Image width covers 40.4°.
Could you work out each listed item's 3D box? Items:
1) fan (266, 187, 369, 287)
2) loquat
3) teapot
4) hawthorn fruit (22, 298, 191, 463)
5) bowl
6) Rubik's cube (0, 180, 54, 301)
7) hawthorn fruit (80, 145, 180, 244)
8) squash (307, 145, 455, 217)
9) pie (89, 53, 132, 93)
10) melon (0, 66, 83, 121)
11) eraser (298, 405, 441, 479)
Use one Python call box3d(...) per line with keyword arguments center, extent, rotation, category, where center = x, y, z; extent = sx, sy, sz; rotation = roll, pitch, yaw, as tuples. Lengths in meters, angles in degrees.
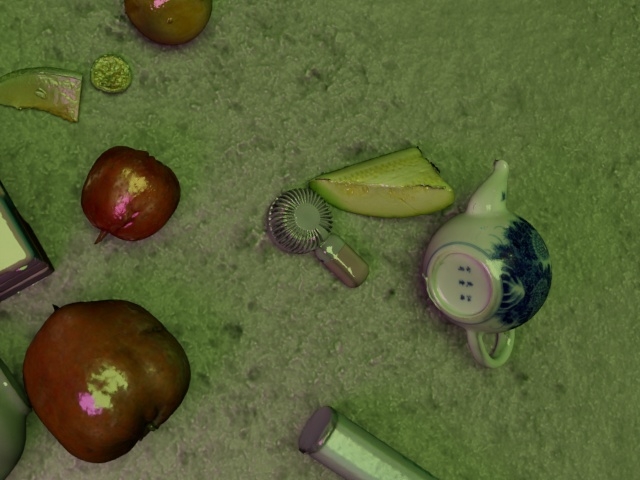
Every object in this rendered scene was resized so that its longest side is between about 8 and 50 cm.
box3d(center=(0.000, 0.000, 1.745), extent=(0.244, 0.074, 0.130), rotation=(45, 66, -9), category="fan")
box3d(center=(-0.286, -0.466, 1.680), extent=(0.172, 0.205, 0.149), rotation=(52, 41, -31), category="loquat")
box3d(center=(0.347, 0.054, 1.742), extent=(0.280, 0.252, 0.423), rotation=(-21, 111, -50), category="teapot")
box3d(center=(-0.391, 0.226, 1.533), extent=(0.268, 0.268, 0.301), rotation=(-43, 82, -13), category="hawthorn fruit")
box3d(center=(-0.584, 0.275, 1.470), extent=(0.146, 0.289, 0.289), rotation=(-35, 92, -15), category="bowl")
box3d(center=(-0.690, -0.019, 1.453), extent=(0.347, 0.346, 0.344), rotation=(-29, 89, -15), category="Rubik's cube")
box3d(center=(-0.364, -0.074, 1.620), extent=(0.179, 0.179, 0.200), rotation=(37, 86, -6), category="hawthorn fruit")
box3d(center=(0.119, -0.084, 1.758), extent=(0.252, 0.169, 0.093), rotation=(-18, 132, -15), category="squash")
box3d(center=(-0.411, -0.327, 1.714), extent=(0.084, 0.021, 0.084), rotation=(1, 81, -9), category="pie")
box3d(center=(-0.549, -0.293, 1.674), extent=(0.182, 0.054, 0.097), rotation=(11, 96, -11), category="melon")
box3d(center=(0.103, 0.433, 1.654), extent=(0.290, 0.189, 0.104), rotation=(35, 74, -7), category="eraser")
